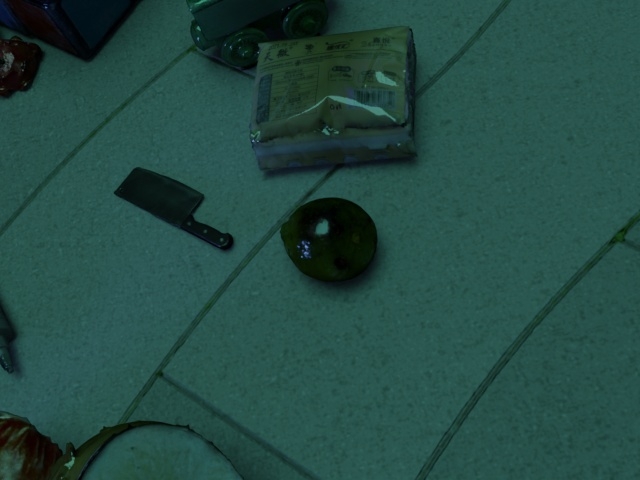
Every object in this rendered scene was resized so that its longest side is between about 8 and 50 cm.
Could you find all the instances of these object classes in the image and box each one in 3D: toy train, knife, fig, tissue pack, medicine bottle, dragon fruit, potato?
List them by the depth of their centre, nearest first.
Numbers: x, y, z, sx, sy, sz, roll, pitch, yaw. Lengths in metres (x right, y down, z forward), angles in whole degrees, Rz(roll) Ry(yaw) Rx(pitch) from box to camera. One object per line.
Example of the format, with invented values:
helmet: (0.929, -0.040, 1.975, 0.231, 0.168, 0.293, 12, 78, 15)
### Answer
potato: (-0.211, 0.367, 0.990, 0.246, 0.196, 0.300, -3, 82, -27)
fig: (0.000, 0.000, 1.183, 0.156, 0.123, 0.123, -6, 53, 55)
medicine bottle: (-0.511, 0.127, 1.249, 0.057, 0.058, 0.199, -35, 60, -7)
tissue pack: (0.020, -0.226, 1.274, 0.256, 0.123, 0.215, -2, 61, 11)
knife: (-0.225, -0.057, 1.302, 0.245, 0.019, 0.072, 27, 71, 26)
toy train: (-0.103, -0.411, 1.352, 0.266, 0.202, 0.145, -24, 62, 1)
dragon fruit: (-0.576, -0.331, 1.498, 0.112, 0.068, 0.126, 24, 72, 23)

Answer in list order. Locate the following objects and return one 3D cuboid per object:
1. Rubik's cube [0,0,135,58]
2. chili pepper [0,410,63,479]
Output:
Rubik's cube: (-0.498, -0.572, 1.465, 0.313, 0.316, 0.318, 26, 72, 23)
chili pepper: (-0.445, 0.399, 1.028, 0.251, 0.229, 0.305, -23, 42, 34)
